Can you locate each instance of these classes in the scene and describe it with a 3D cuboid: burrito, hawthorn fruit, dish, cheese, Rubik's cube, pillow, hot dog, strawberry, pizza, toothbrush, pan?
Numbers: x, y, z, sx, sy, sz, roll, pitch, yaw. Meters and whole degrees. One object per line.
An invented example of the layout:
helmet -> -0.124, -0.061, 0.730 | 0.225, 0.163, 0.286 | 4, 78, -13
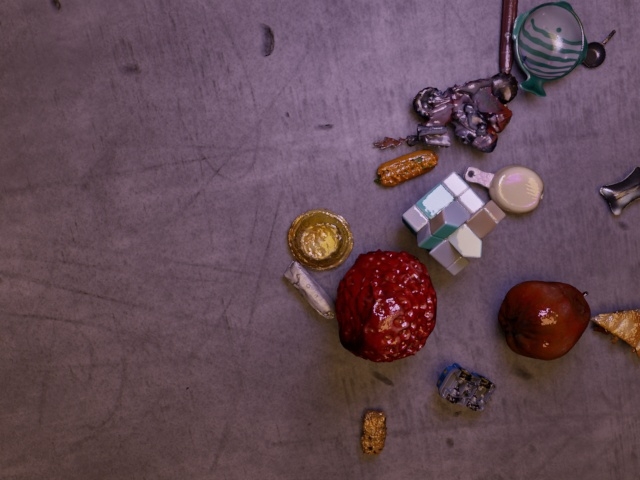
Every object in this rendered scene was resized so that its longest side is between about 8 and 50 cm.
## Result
burrito -> -0.028, 0.147, 1.340 | 0.064, 0.064, 0.203 | -41, 94, 4
hawthorn fruit -> 0.638, 0.210, 1.285 | 0.261, 0.224, 0.224 | -18, 98, -11
dish -> 0.593, -0.510, 1.245 | 0.224, 0.078, 0.245 | 18, 95, -11
cheese -> 0.514, -0.157, 1.304 | 0.228, 0.064, 0.137 | 17, 94, -4
Rubik's cube -> 0.356, -0.045, 1.224 | 0.224, 0.265, 0.213 | -41, 80, 7
pillow -> 0.878, -0.142, 1.317 | 0.136, 0.055, 0.091 | -31, 116, 6
hot dog -> 0.241, -0.205, 1.298 | 0.189, 0.055, 0.072 | -21, 99, 1
strawberry -> 0.178, 0.187, 1.203 | 0.295, 0.345, 0.317 | 35, 95, -4
pizza -> 0.889, 0.251, 1.363 | 0.194, 0.069, 0.154 | 14, 97, 4
toothbrush -> 0.512, -0.528, 1.267 | 0.041, 0.041, 0.363 | 1, 98, -1
pan -> 0.769, -0.531, 1.277 | 0.068, 0.023, 0.115 | 40, 98, -5

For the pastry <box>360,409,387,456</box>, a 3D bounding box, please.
pastry -> 0.163, 0.586, 1.401 | 0.080, 0.056, 0.140 | -2, 100, 11

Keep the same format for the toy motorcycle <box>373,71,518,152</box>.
toy motorcycle -> 0.344, -0.320, 1.248 | 0.401, 0.134, 0.207 | -10, 91, -1

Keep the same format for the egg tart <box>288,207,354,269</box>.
egg tart -> 0.000, 0.000, 1.315 | 0.191, 0.074, 0.191 | 0, 99, 1

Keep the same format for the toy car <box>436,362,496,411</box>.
toy car -> 0.422, 0.428, 1.369 | 0.191, 0.100, 0.097 | 26, 96, -24
